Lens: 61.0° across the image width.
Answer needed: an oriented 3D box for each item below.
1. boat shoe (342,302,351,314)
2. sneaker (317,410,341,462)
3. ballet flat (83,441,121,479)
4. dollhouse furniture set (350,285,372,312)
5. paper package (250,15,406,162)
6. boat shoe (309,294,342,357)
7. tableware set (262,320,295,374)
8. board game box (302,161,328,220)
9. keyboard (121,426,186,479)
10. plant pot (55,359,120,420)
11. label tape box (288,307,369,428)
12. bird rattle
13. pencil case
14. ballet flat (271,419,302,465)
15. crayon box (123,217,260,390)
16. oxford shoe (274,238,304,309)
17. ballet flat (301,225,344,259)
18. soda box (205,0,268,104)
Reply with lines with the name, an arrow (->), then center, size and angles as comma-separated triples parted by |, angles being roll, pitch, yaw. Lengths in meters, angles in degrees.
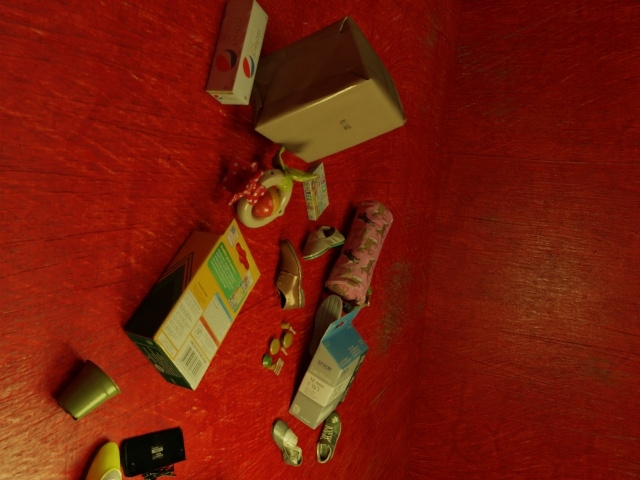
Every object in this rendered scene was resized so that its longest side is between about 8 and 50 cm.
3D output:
boat shoe -> 0.120, 0.185, 2.062 | 0.083, 0.065, 0.183 | 53, 49, -55
sneaker -> 0.029, 0.743, 2.034 | 0.086, 0.064, 0.192 | 5, 96, -71
ballet flat -> -0.403, 0.490, 0.984 | 0.077, 0.077, 0.231 | 56, 48, -56
dollhouse furniture set -> 0.139, 0.187, 1.967 | 0.058, 0.076, 0.151 | 60, 21, -19
paper package -> 0.016, -0.349, 1.347 | 0.325, 0.309, 0.168 | 17, 55, -67
boat shoe -> 0.017, 0.295, 1.871 | 0.226, 0.083, 0.076 | -67, 165, -3
tableware set -> -0.126, 0.314, 1.613 | 0.154, 0.024, 0.104 | -67, 149, -28
board game box -> -0.015, -0.155, 1.699 | 0.103, 0.026, 0.154 | -55, 144, -46
keyboard -> -0.357, 0.459, 1.149 | 0.192, 0.038, 0.100 | 24, 52, -64
plant pot -> -0.402, 0.261, 0.927 | 0.079, 0.083, 0.083 | -45, 139, -34
label tape box -> 0.054, 0.416, 1.805 | 0.249, 0.115, 0.347 | -14, 132, -64
bird rattle -> -0.133, -0.113, 1.326 | 0.253, 0.143, 0.207 | -36, 151, -45
pencil case -> 0.142, 0.038, 1.952 | 0.160, 0.167, 0.386 | 46, 55, -38
ballet flat -> -0.097, 0.642, 1.723 | 0.072, 0.068, 0.213 | -58, 146, -42
crayon box -> -0.261, 0.128, 1.177 | 0.323, 0.083, 0.203 | -62, 149, -36
oxford shoe -> -0.097, 0.101, 1.558 | 0.076, 0.076, 0.212 | -12, 102, -24
ballet flat -> 0.000, 0.000, 1.740 | 0.248, 0.086, 0.086 | -24, 119, -64
soda box -> -0.181, -0.411, 1.190 | 0.069, 0.074, 0.216 | 26, 73, -65
